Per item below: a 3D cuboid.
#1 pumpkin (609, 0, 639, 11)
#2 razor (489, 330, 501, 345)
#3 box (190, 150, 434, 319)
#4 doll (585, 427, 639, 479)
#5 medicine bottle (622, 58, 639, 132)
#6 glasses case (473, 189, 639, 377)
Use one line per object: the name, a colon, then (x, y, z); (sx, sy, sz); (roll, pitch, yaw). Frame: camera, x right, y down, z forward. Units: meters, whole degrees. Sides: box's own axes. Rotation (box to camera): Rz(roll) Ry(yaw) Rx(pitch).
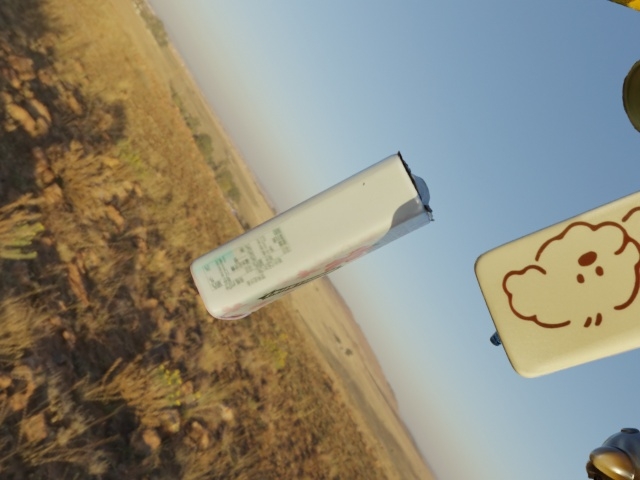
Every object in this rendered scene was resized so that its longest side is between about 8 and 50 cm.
pumpkin: (0.854, -0.681, 1.421); (0.281, 0.190, 0.139); (22, 33, 2)
razor: (0.540, 0.187, 1.463); (0.082, 0.253, 0.042); (47, -13, 11)
box: (0.000, 0.000, 0.878); (0.112, 0.370, 0.190); (65, 12, 8)
doll: (0.584, 0.490, 0.923); (0.209, 0.318, 0.339); (88, -22, -50)
medicine bottle: (0.622, -0.257, 0.951); (0.147, 0.143, 0.147); (167, -90, -88)
glasses case: (0.334, 0.022, 0.547); (0.076, 0.337, 0.143); (21, 48, -61)
